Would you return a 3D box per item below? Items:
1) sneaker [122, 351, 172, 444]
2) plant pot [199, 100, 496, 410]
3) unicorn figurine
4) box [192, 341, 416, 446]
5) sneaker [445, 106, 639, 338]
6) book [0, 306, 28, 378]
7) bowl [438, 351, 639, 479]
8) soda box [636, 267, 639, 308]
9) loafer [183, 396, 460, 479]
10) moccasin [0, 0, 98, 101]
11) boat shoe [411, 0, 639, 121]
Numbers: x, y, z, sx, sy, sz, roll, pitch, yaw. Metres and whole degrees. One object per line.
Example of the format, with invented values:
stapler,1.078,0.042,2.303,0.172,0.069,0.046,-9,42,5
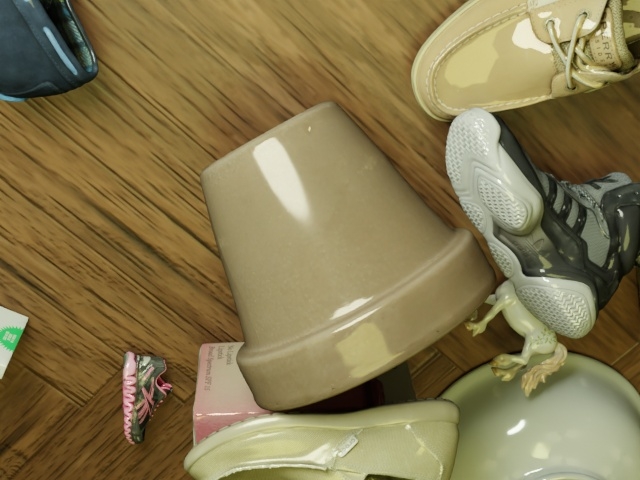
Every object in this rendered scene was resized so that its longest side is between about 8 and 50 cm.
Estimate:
sneaker,-0.197,0.181,1.089,0.057,0.047,0.119,-1,117,-15
plant pot,0.000,0.000,0.922,0.263,0.263,0.229,-29,95,10
unicorn figurine,0.213,0.078,1.046,0.111,0.060,0.162,-33,98,3
box,-0.017,0.195,1.043,0.232,0.148,0.127,-3,114,-3
sneaker,0.235,-0.043,0.956,0.153,0.101,0.268,-39,113,-16
book,-0.389,0.089,1.002,0.144,0.096,0.035,23,112,-14
bowl,0.260,0.287,1.111,0.298,0.134,0.298,-1,116,-3
soda box,0.382,0.038,1.040,0.061,0.058,0.181,-12,116,3
loafer,0.006,0.209,0.902,0.268,0.092,0.102,-9,159,0
moccasin,-0.269,-0.289,0.822,0.116,0.138,0.342,-1,129,12
boat shoe,0.248,-0.200,0.892,0.341,0.110,0.122,-24,114,8
